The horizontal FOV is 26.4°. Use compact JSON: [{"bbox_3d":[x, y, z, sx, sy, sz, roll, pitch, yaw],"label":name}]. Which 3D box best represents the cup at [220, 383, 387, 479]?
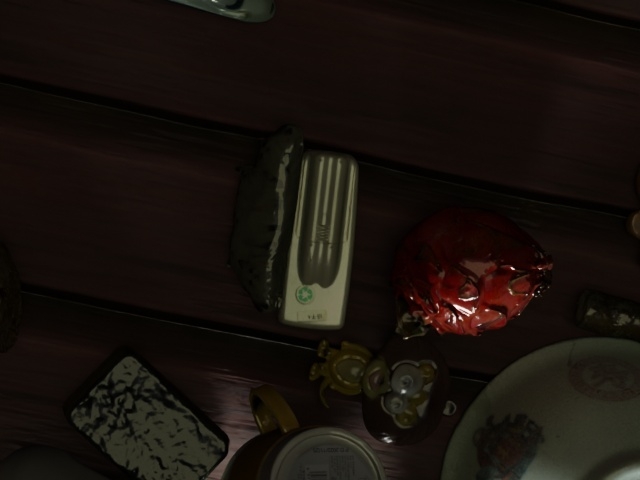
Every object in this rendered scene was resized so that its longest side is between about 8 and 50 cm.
[{"bbox_3d":[-0.029,0.286,1.667,0.185,0.226,0.241,-22,84,-19],"label":"cup"}]

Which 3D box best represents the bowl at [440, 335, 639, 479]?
[{"bbox_3d":[0.383,0.347,1.750,0.434,0.196,0.435,0,94,-7],"label":"bowl"}]

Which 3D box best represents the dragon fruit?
[{"bbox_3d":[0.182,0.041,1.717,0.209,0.172,0.172,-16,96,-6],"label":"dragon fruit"}]

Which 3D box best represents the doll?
[{"bbox_3d":[0.080,0.193,1.752,0.188,0.096,0.145,-4,87,2],"label":"doll"}]

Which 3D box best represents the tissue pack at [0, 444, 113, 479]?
[{"bbox_3d":[-0.278,0.415,1.620,0.333,0.236,0.229,26,112,-8],"label":"tissue pack"}]

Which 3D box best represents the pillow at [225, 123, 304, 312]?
[{"bbox_3d":[-0.076,-0.030,1.728,0.093,0.051,0.241,8,93,31],"label":"pillow"}]

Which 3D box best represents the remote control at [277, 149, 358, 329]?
[{"bbox_3d":[0.000,0.000,1.747,0.090,0.049,0.230,6,94,-6],"label":"remote control"}]

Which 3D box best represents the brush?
[{"bbox_3d":[-0.219,0.239,1.725,0.197,0.059,0.123,44,85,-9],"label":"brush"}]

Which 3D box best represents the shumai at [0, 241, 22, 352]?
[{"bbox_3d":[-0.412,0.074,1.662,0.105,0.123,0.139,-27,110,5],"label":"shumai"}]

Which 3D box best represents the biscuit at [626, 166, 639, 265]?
[{"bbox_3d":[0.471,-0.040,1.823,0.133,0.027,0.184,-15,94,-6],"label":"biscuit"}]

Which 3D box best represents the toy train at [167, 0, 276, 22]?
[{"bbox_3d":[-0.168,-0.318,1.702,0.233,0.051,0.052,14,96,-9],"label":"toy train"}]

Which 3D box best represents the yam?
[{"bbox_3d":[0.462,0.123,1.816,0.252,0.061,0.061,16,91,-9],"label":"yam"}]
